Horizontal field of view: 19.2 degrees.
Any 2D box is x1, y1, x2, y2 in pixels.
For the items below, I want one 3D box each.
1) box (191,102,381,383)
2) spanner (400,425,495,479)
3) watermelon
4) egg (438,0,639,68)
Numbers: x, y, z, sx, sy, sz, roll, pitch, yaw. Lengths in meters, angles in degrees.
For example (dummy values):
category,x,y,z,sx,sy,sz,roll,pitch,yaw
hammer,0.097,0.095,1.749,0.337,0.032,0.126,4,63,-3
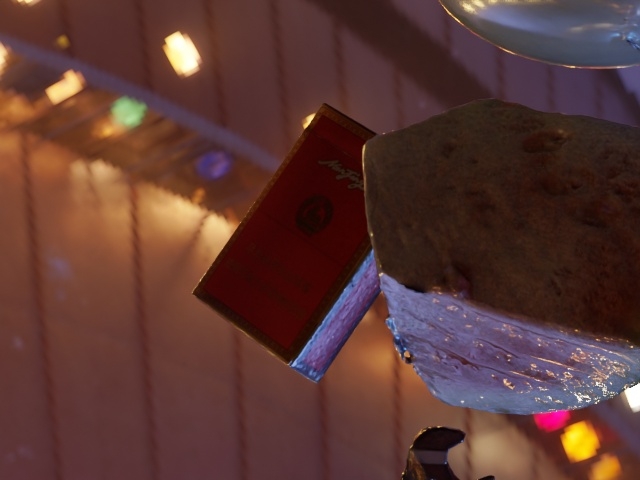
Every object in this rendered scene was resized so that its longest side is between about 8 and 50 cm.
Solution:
category,x,y,z,sx,sy,sz,roll,pitch,yaw
box,0.000,0.001,1.875,0.153,0.239,0.074,34,179,39
spanner,0.042,0.305,1.793,0.087,0.316,0.024,41,-168,0
watermelon,0.141,-0.006,1.497,0.258,0.387,0.228,31,-108,-24
egg,0.187,-0.226,1.362,0.203,0.283,0.203,-26,-53,-41
